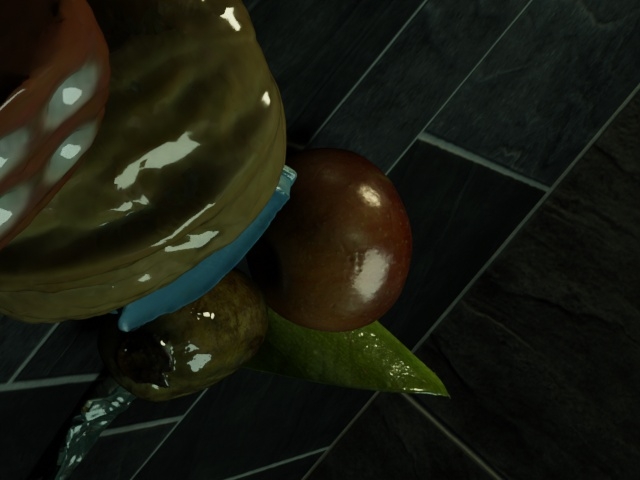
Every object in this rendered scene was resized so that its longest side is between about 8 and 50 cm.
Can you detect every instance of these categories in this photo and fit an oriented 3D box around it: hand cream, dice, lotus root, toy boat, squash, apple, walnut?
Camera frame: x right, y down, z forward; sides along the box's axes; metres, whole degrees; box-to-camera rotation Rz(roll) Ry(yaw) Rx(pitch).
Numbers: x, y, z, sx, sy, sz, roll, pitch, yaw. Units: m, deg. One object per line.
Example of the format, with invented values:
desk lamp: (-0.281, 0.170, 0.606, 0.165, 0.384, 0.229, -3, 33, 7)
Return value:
hand cream: (-0.239, 0.199, 2.019, 0.248, 0.052, 0.075, -54, 166, 26)
dice: (-0.220, -0.081, 0.927, 0.175, 0.179, 0.174, -40, 166, -24)
lotus root: (-0.129, 0.087, 1.856, 0.145, 0.128, 0.260, -17, -175, 23)
toy boat: (-0.128, -0.011, 1.695, 0.109, 0.098, 0.238, 29, 118, -34)
squash: (0.020, 0.176, 2.374, 0.169, 0.252, 0.093, -51, 166, 12)
apple: (0.000, 0.000, 1.938, 0.162, 0.201, 0.201, -9, 146, -32)
walnut: (-0.147, -0.063, 1.165, 0.261, 0.225, 0.225, -39, 166, -18)
